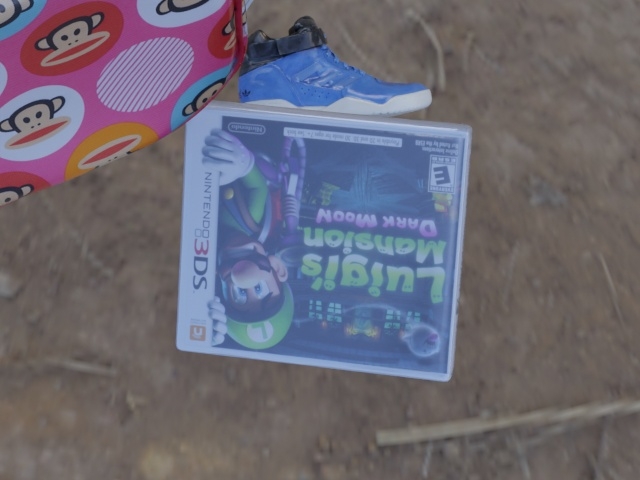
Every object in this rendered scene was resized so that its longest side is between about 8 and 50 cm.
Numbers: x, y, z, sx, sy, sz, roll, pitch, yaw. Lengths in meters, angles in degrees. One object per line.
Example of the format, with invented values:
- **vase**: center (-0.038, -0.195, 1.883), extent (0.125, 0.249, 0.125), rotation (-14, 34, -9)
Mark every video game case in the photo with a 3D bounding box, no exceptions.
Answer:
- **video game case**: center (0.000, 0.000, 1.312), extent (0.190, 0.022, 0.173), rotation (6, 105, 10)

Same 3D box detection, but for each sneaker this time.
- **sneaker**: center (0.010, -0.136, 1.542), extent (0.152, 0.058, 0.084), rotation (-4, 90, -5)

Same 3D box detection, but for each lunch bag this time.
- **lunch bag**: center (-0.188, -0.124, 1.101), extent (0.293, 0.120, 0.258), rotation (-24, 158, -10)

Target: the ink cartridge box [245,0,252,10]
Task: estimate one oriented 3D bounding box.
- **ink cartridge box**: center (-0.165, -0.186, 1.347), extent (0.275, 0.239, 0.060), rotation (-8, 76, -21)
